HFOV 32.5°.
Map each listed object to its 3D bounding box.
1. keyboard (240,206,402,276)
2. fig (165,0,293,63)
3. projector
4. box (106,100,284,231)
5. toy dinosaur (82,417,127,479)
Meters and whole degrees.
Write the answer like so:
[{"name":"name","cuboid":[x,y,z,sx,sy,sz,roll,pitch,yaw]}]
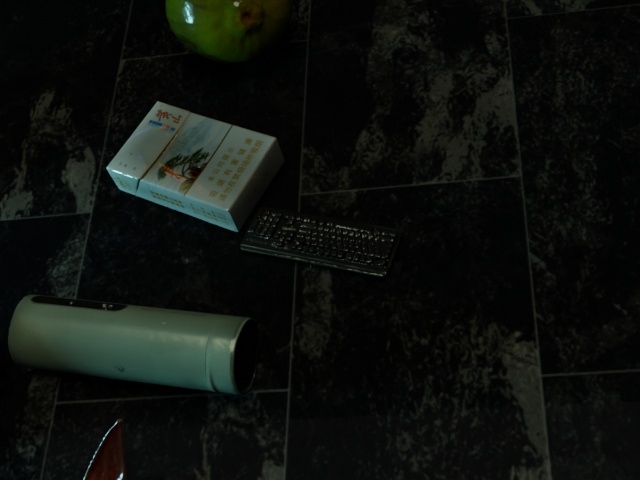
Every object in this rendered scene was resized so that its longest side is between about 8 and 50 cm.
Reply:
[{"name":"keyboard","cuboid":[0.000,0.000,1.601,0.230,0.025,0.093,10,55,19]},{"name":"fig","cuboid":[-0.162,-0.394,1.818,0.230,0.207,0.207,14,56,49]},{"name":"projector","cuboid":[-0.255,0.141,1.504,0.337,0.108,0.108,5,56,16]},{"name":"box","cuboid":[-0.193,-0.118,1.702,0.233,0.067,0.149,19,60,25]},{"name":"toy dinosaur","cuboid":[-0.293,0.388,1.331,0.206,0.113,0.327,27,62,28]}]
